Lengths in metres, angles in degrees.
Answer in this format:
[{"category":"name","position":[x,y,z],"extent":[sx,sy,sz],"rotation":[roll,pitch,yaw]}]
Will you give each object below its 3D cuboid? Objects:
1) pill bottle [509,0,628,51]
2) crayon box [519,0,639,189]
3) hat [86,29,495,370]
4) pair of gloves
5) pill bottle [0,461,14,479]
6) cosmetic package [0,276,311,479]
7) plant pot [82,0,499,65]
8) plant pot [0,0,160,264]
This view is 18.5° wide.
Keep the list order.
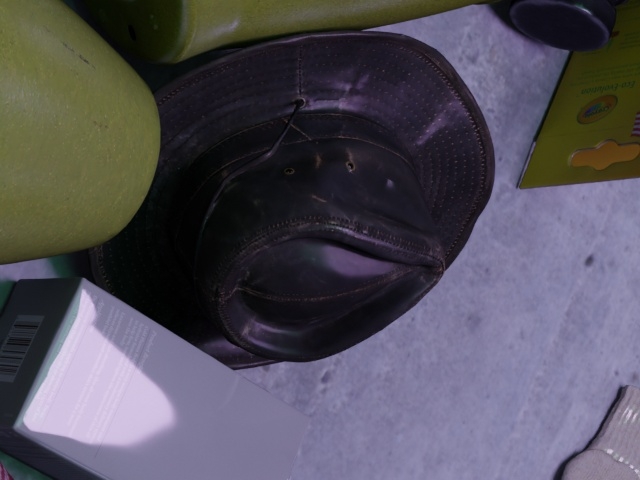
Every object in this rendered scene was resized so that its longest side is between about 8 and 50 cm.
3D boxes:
[{"category":"pill bottle","position":[0.245,-0.287,1.770],"extent":[0.123,0.123,0.219],"rotation":[31,68,-32]},{"category":"crayon box","position":[0.320,-0.168,1.771],"extent":[0.081,0.202,0.318],"rotation":[37,67,-29]},{"category":"hat","position":[0.000,0.000,1.456],"extent":[0.331,0.134,0.331],"rotation":[-13,126,-18]},{"category":"pair of gloves","position":[0.317,0.275,1.809],"extent":[0.240,0.042,0.204],"rotation":[46,61,-10]},{"category":"pill bottle","position":[-0.274,0.240,1.268],"extent":[0.224,0.224,0.392],"rotation":[-45,112,-31]},{"category":"cosmetic package","position":[-0.135,0.135,1.462],"extent":[0.238,0.107,0.127],"rotation":[38,66,-33]},{"category":"plant pot","position":[-0.017,-0.301,1.458],"extent":[0.353,0.366,0.366],"rotation":[-25,102,-24]},{"category":"plant pot","position":[-0.256,-0.088,1.302],"extent":[0.293,0.274,0.275],"rotation":[17,76,-45]}]
